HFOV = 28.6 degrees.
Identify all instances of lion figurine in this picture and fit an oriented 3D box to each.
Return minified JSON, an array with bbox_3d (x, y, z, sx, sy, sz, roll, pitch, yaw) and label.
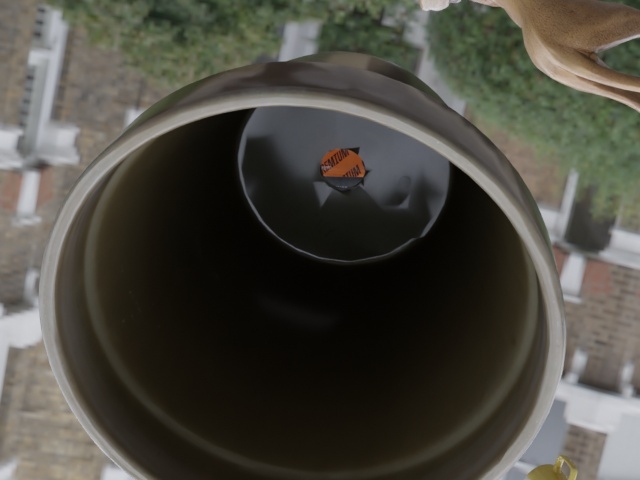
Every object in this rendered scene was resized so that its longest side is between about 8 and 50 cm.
[{"bbox_3d":[0.246,-0.253,1.346,0.240,0.142,0.392,4,-153,-25],"label":"lion figurine"}]

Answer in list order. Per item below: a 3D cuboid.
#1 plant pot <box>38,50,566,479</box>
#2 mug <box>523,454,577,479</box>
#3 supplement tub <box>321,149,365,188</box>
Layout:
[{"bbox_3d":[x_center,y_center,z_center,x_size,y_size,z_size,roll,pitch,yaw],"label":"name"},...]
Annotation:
[{"bbox_3d":[0.000,0.000,0.882,0.323,0.323,0.280,12,-153,1],"label":"plant pot"},{"bbox_3d":[0.289,0.313,1.553,0.062,0.078,0.064,-16,-158,-11],"label":"mug"},{"bbox_3d":[0.010,0.055,1.195,0.194,0.315,0.193,4,-167,-1],"label":"supplement tub"}]
